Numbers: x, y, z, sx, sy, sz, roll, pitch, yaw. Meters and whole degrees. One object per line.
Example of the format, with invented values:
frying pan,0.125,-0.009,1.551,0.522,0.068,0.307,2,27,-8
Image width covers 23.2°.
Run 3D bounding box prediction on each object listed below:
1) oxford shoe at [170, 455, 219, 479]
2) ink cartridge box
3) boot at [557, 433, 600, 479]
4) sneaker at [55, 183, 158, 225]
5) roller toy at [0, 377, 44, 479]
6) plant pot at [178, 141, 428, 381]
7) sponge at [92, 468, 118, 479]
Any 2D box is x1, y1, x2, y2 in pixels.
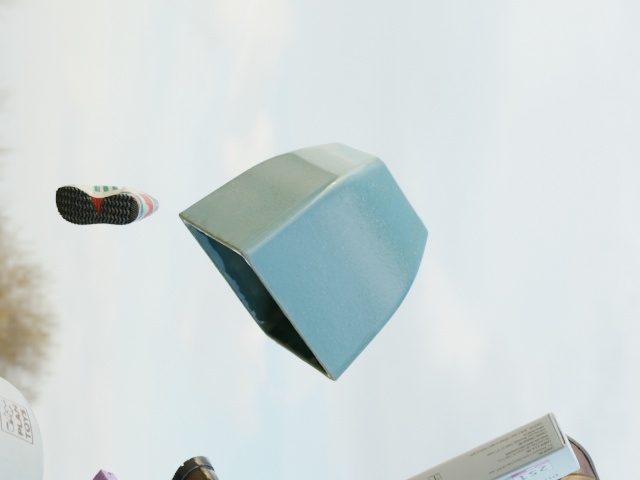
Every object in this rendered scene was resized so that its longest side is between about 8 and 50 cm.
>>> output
oxford shoe,-0.209,0.453,2.437,0.096,0.083,0.227,50,-47,40
ink cartridge box,0.224,0.347,2.152,0.060,0.275,0.239,67,7,28
boot,0.359,0.435,2.525,0.264,0.280,0.096,52,-54,15
sneaker,-0.305,-0.052,2.242,0.161,0.075,0.057,6,-81,32
roller toy,-0.308,0.176,1.165,0.209,0.146,0.191,9,-107,39
plant pot,0.000,0.000,2.192,0.248,0.252,0.247,55,-13,-26
sponge,-0.312,0.450,2.349,0.117,0.031,0.210,-54,-136,5
